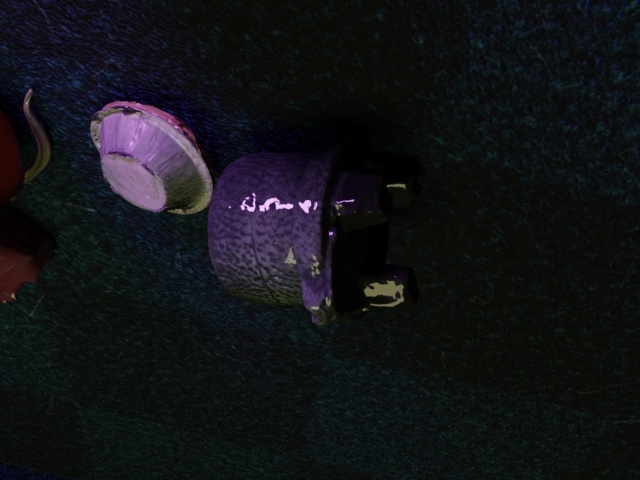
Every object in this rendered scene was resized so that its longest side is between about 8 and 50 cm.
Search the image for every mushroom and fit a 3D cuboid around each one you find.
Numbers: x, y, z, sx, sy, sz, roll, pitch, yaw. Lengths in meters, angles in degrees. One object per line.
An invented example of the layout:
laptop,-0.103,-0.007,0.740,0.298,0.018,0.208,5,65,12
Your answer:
mushroom,-0.513,-0.155,1.415,0.068,0.043,0.306,4,149,-32

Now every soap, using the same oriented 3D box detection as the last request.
soap,-0.709,0.031,1.636,0.324,0.127,0.220,-19,134,34

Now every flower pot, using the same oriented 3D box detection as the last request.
flower pot,0.000,0.000,1.240,0.282,0.299,0.299,0,141,23

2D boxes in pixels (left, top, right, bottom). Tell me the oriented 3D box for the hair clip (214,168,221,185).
hair clip,-0.176,-0.082,1.397,0.039,0.070,0.229,-11,129,35

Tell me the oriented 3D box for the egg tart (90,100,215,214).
egg tart,-0.279,-0.119,1.304,0.234,0.094,0.234,20,144,15

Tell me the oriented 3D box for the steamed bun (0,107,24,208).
steamed bun,-0.669,-0.168,1.266,0.379,0.248,0.235,24,148,-38
